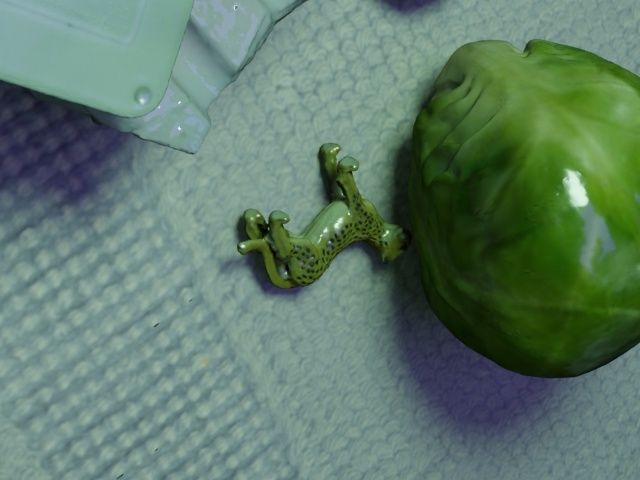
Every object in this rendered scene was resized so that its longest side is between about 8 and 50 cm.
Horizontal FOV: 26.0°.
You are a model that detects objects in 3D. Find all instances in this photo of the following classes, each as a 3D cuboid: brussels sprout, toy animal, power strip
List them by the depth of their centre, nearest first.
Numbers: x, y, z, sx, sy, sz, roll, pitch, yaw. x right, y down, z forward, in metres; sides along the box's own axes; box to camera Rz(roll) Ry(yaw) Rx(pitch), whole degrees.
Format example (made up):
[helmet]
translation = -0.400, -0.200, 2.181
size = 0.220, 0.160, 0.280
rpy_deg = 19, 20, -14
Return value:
[power strip]
translation = -0.183, -0.236, 0.991
size = 0.229, 0.141, 0.261
rpy_deg = 17, 94, -32
[brussels sprout]
translation = 0.230, -0.048, 1.407
size = 0.281, 0.355, 0.289
rpy_deg = -14, 145, -23
[toy animal]
translation = 0.000, 0.000, 1.421
size = 0.181, 0.073, 0.136
rpy_deg = -40, 123, -24

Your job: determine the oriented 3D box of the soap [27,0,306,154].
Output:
[soap]
translation = -0.198, -0.332, 1.160
size = 0.350, 0.213, 0.435
rpy_deg = -51, 120, -11
